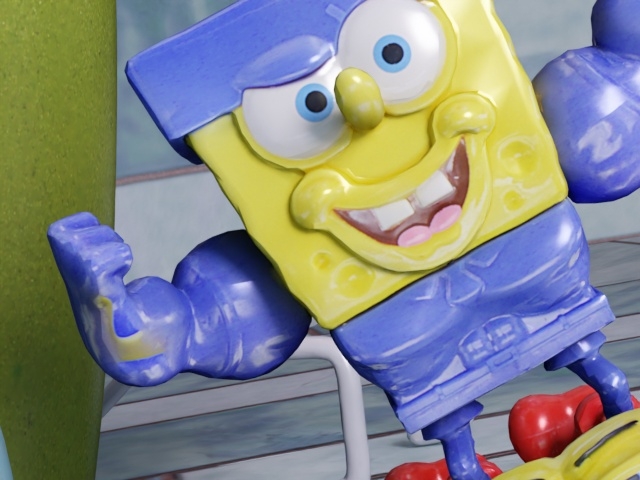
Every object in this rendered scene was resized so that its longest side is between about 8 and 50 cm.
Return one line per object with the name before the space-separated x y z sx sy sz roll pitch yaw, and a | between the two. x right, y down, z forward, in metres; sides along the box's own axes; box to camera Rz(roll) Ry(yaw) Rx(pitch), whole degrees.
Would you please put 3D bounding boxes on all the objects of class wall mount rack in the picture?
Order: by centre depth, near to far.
wall mount rack | -0.085 0.093 1.131 0.304 0.131 0.350 -4 4 21

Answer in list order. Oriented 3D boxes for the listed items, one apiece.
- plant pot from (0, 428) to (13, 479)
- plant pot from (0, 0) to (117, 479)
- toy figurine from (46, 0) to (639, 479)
plant pot | -0.183 0.052 0.397 0.271 0.255 0.271 -2 -5 0
plant pot | -0.232 0.011 0.793 0.366 0.353 0.366 -10 2 0
toy figurine | 0.000 0.000 0.589 0.362 0.217 0.191 -29 0 2
